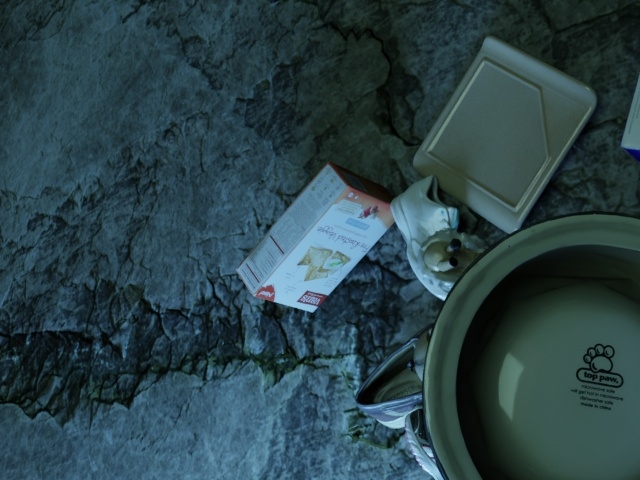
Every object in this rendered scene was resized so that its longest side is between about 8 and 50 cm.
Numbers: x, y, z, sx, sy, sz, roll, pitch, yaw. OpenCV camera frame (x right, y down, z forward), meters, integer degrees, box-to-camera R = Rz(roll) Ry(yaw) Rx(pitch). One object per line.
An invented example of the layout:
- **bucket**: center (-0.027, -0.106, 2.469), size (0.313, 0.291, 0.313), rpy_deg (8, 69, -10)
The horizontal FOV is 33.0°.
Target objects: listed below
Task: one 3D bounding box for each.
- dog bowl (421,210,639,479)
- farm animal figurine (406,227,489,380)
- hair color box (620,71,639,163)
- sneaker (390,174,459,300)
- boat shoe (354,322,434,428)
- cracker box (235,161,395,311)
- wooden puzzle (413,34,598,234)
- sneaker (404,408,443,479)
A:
- **dog bowl**: center (0.308, 0.178, 1.252), size (0.408, 0.150, 0.407), rpy_deg (1, 81, -4)
- **farm animal figurine**: center (0.268, 0.168, 1.414), size (0.327, 0.172, 0.330), rpy_deg (9, 81, -3)
- **hair color box**: center (0.566, -0.168, 1.331), size (0.339, 0.110, 0.185), rpy_deg (12, 83, 40)
- **sneaker**: center (0.176, -0.005, 1.592), size (0.094, 0.080, 0.212), rpy_deg (-42, 54, 28)
- **boat shoe**: center (0.168, 0.170, 1.544), size (0.285, 0.092, 0.102), rpy_deg (-40, 57, 22)
- **cracker box**: center (0.000, 0.000, 1.680), size (0.232, 0.156, 0.067), rpy_deg (-48, 55, 17)
- **wooden puzzle**: center (0.271, -0.156, 1.597), size (0.221, 0.044, 0.238), rpy_deg (38, 106, 37)
- **sneaker**: center (0.188, 0.311, 1.518), size (0.077, 0.072, 0.178), rpy_deg (-35, 66, 11)
